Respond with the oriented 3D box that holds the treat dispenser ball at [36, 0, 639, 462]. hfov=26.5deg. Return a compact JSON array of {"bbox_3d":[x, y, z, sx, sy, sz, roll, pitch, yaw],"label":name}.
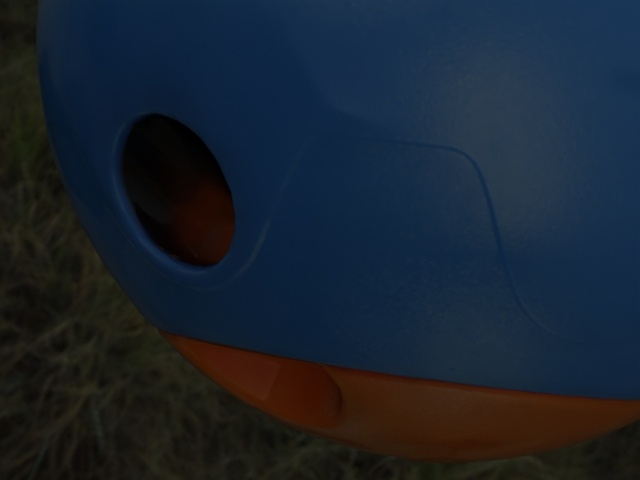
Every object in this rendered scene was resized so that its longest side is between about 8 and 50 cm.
[{"bbox_3d":[0.047,-0.068,0.479,0.288,0.288,0.288,19,50,-24],"label":"treat dispenser ball"}]
